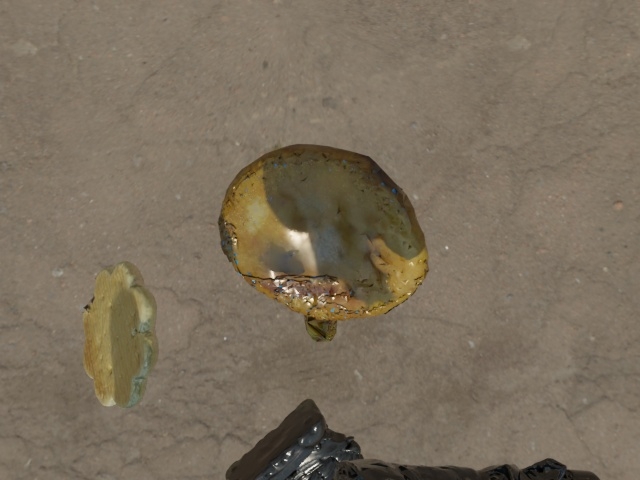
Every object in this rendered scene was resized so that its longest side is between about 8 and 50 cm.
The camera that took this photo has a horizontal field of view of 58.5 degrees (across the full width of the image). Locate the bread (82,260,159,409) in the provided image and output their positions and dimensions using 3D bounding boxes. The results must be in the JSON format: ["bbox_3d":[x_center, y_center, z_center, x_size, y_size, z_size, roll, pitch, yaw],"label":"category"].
[{"bbox_3d":[-0.414,0.193,1.182,0.054,0.316,0.316,6,116,-44],"label":"bread"}]

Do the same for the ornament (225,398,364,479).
[{"bbox_3d":[-0.020,0.465,1.078,0.251,0.106,0.260,-41,111,-5],"label":"ornament"}]

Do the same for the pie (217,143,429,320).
[{"bbox_3d":[0.001,0.000,0.719,0.274,0.069,0.273,9,120,16],"label":"pie"}]

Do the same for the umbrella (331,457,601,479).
[{"bbox_3d":[0.121,0.213,0.461,0.224,0.080,0.071,2,74,-10],"label":"umbrella"}]

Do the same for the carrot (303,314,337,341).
[{"bbox_3d":[0.002,0.092,0.910,0.069,0.068,0.228,-2,143,-3],"label":"carrot"}]
